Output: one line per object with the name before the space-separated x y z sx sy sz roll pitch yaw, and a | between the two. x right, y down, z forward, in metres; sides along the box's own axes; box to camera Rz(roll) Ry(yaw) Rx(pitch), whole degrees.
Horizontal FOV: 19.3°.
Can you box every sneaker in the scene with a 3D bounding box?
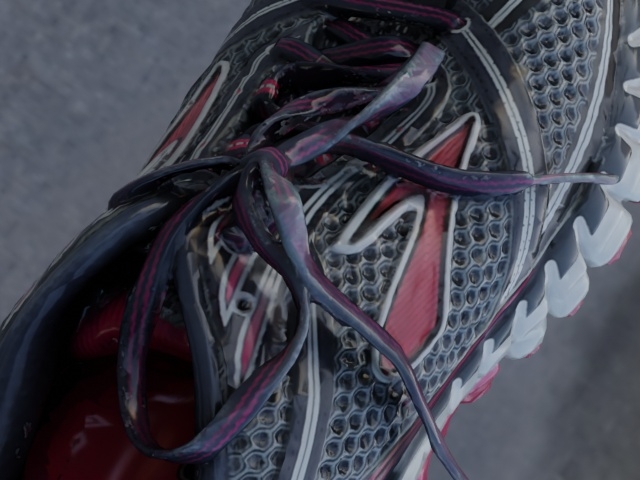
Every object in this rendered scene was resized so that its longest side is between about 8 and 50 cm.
sneaker | 0.000 0.000 0.457 0.112 0.121 0.299 56 50 -51
